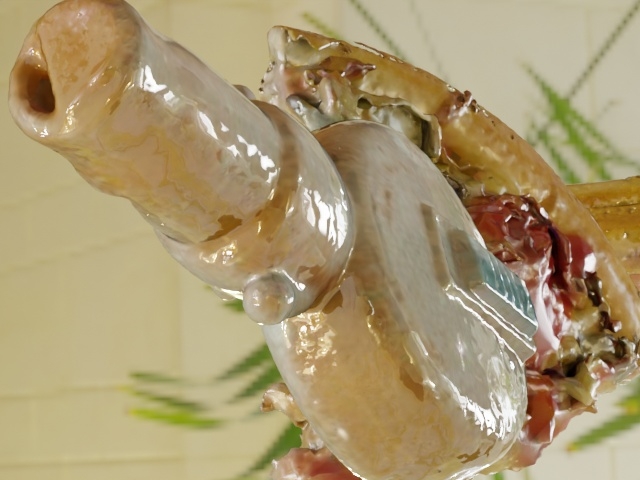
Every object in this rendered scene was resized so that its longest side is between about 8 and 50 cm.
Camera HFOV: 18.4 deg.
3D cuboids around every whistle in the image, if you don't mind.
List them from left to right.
[{"bbox_3d":[0.000,0.000,0.522,0.057,0.107,0.220,-26,144,21],"label":"whistle"}]

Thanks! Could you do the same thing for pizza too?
[{"bbox_3d":[0.048,0.033,0.691,0.201,0.193,0.053,33,145,-26],"label":"pizza"}]

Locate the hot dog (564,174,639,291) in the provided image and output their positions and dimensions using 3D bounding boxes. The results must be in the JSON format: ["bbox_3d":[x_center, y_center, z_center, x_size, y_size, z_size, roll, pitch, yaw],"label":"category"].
[{"bbox_3d":[0.217,-0.007,1.067,0.286,0.088,0.061,-1,145,16],"label":"hot dog"}]
